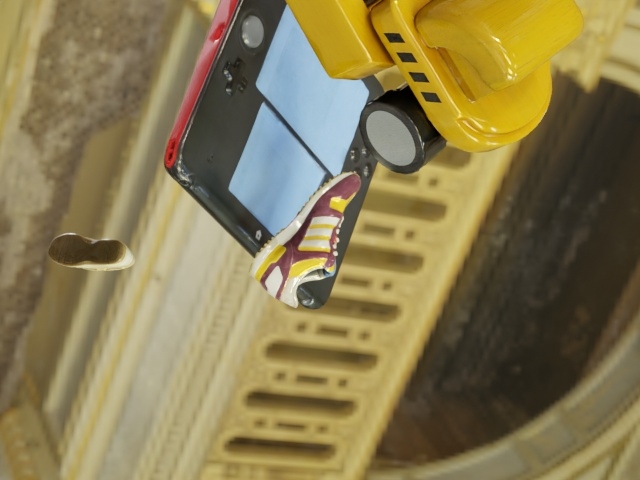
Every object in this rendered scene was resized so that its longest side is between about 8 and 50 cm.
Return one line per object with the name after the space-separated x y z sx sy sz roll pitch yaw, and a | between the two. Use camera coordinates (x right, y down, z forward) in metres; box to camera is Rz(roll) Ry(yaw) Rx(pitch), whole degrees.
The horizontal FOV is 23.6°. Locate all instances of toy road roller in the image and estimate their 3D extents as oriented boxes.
0.133 -0.252 1.654 0.240 0.202 0.329 -19 -75 56 | toy road roller

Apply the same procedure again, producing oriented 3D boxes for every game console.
-0.041 -0.140 1.985 0.060 0.386 0.342 -1 -120 32 | game console

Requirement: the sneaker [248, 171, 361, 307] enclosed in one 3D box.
0.000 0.000 1.867 0.185 0.084 0.069 -47 169 -12 | sneaker

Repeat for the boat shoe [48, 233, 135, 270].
-0.318 0.021 2.131 0.135 0.045 0.050 8 -106 31 | boat shoe
